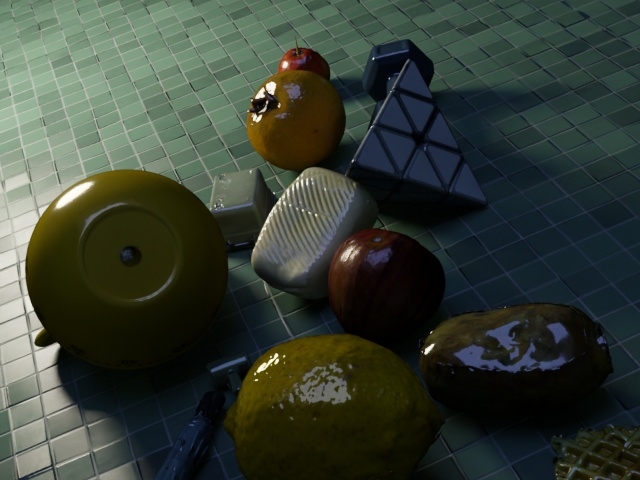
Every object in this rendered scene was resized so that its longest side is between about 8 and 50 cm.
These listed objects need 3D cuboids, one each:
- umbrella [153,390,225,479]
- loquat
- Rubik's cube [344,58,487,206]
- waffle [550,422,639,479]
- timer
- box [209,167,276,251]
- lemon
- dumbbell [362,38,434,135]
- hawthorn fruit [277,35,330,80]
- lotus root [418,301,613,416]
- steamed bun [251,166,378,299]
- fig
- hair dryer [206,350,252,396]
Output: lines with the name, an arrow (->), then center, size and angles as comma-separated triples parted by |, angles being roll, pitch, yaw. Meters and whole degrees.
umbrella -> -0.203, 0.327, 1.638 | 0.053, 0.052, 0.250 | 35, 44, -6
loquat -> -0.052, -0.249, 2.210 | 0.208, 0.208, 0.208 | -11, 36, 8
Rubik's cube -> 0.140, -0.157, 1.986 | 0.228, 0.228, 0.233 | -26, 40, -7
waffle -> 0.410, 0.315, 1.400 | 0.208, 0.054, 0.214 | -9, 34, 5
timer -> -0.336, 0.056, 1.854 | 0.376, 0.376, 0.387 | -30, -5, -17
box -> -0.157, -0.067, 2.107 | 0.124, 0.092, 0.172 | -11, 36, 7
lemon -> 0.019, 0.253, 1.485 | 0.311, 0.253, 0.253 | -5, 38, 13
dumbbell -> 0.166, -0.283, 2.219 | 0.144, 0.160, 0.324 | 13, 35, -11
hawthorn fruit -> -0.042, -0.382, 2.458 | 0.125, 0.140, 0.125 | -5, 71, 14
lotus root -> 0.283, 0.177, 1.554 | 0.275, 0.152, 0.160 | -9, 34, 22
steamed bun -> 0.000, 0.000, 1.914 | 0.170, 0.152, 0.238 | 21, 75, 35
fig -> 0.089, 0.106, 1.741 | 0.204, 0.186, 0.249 | 21, 91, 65
hair dryer -> -0.137, 0.224, 1.721 | 0.071, 0.047, 0.150 | -22, 16, -8
